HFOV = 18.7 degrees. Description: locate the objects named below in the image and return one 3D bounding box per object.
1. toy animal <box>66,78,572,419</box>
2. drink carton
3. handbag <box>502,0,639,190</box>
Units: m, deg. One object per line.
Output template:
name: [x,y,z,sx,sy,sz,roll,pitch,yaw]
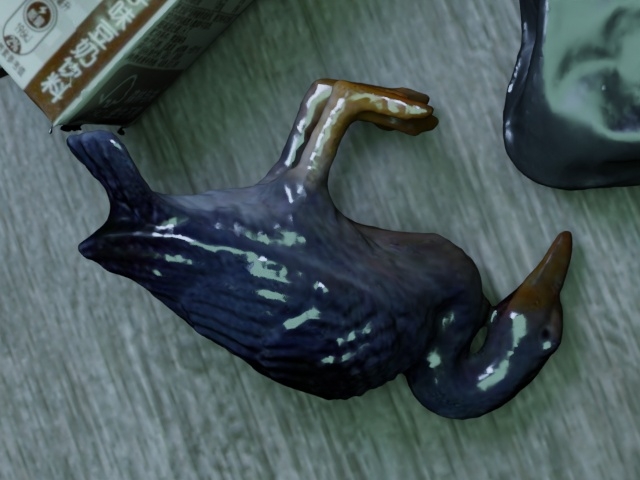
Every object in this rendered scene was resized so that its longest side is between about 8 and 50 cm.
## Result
toy animal: [0.000,0.000,1.102,0.298,0.122,0.185,7,97,-17]
drink carton: [-0.087,-0.236,1.093,0.324,0.132,0.194,-44,83,13]
handbag: [0.256,-0.115,1.094,0.332,0.075,0.191,5,91,8]
